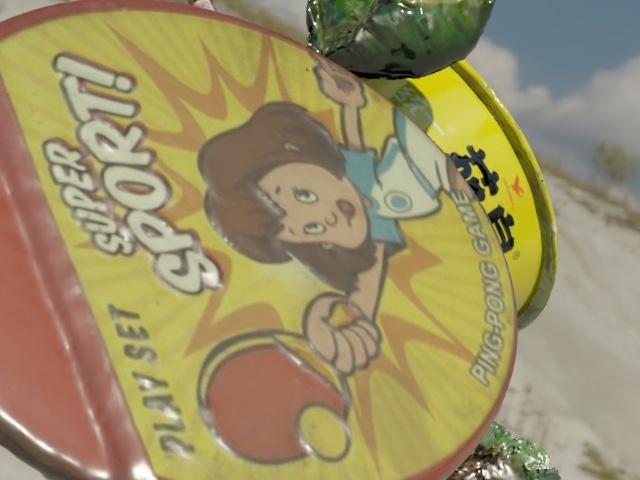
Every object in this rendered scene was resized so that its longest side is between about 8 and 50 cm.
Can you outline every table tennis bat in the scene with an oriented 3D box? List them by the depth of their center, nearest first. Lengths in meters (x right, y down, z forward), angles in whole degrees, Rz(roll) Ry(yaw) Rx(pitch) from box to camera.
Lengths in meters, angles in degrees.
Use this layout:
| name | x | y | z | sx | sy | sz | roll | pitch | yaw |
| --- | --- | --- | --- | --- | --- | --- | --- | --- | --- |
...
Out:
| name | x | y | z | sx | sy | sz | roll | pitch | yaw |
| --- | --- | --- | --- | --- | --- | --- | --- | --- | --- |
| table tennis bat | -0.085 | 0.007 | 0.610 | 0.414 | 0.268 | 0.051 | -4 | -32 | -38 |

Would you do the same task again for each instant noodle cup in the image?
| name | x | y | z | sx | sy | sz | roll | pitch | yaw |
| --- | --- | --- | --- | --- | --- | --- | --- | --- | --- |
| instant noodle cup | 0.000 | 0.000 | 1.269 | 0.325 | 0.254 | 0.326 | 39 | -34 | 33 |

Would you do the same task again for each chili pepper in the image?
| name | x | y | z | sx | sy | sz | roll | pitch | yaw |
| --- | --- | --- | --- | --- | --- | --- | --- | --- | --- |
| chili pepper | 0.086 | -0.229 | 1.033 | 0.148 | 0.265 | 0.116 | 27 | 21 | -7 |

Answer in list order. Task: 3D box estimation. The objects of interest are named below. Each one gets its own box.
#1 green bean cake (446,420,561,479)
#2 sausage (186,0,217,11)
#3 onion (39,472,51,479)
| name | x | y | z | sx | sy | sz | roll | pitch | yaw |
| --- | --- | --- | --- | --- | --- | --- | --- | --- | --- |
| green bean cake | 0.083 | 0.220 | 1.149 | 0.107 | 0.208 | 0.193 | 41 | -4 | 37 |
| sausage | -0.102 | -0.203 | 1.445 | 0.198 | 0.028 | 0.025 | 64 | 4 | 26 |
| onion | -0.200 | 0.177 | 1.586 | 0.314 | 0.232 | 0.314 | 27 | 35 | -21 |
